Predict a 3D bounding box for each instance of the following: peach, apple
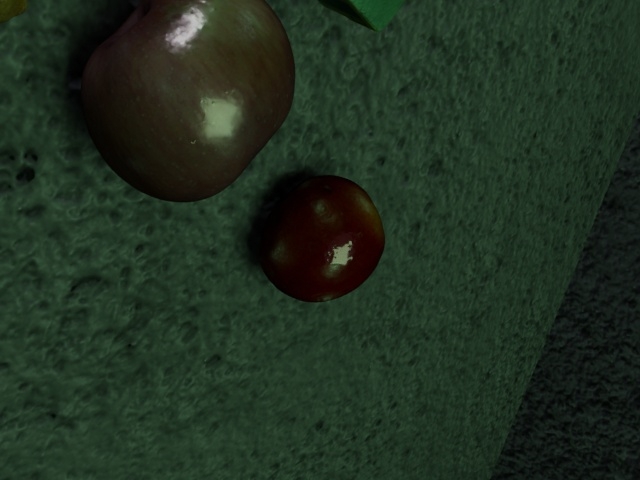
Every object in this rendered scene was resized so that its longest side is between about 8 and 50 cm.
[{"bbox_3d":[0.000,0.000,1.502,0.243,0.199,0.243,-17,120,-32],"label":"peach"},{"bbox_3d":[-0.178,-0.206,1.096,0.235,0.306,0.305,43,80,-28],"label":"apple"}]

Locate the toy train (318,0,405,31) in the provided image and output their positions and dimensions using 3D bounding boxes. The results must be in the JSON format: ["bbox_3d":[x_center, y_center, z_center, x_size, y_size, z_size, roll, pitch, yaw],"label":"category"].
[{"bbox_3d":[-0.044,-0.450,1.102,0.150,0.237,0.369,-56,143,2],"label":"toy train"}]

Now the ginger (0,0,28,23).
[{"bbox_3d":[-0.391,-0.307,0.960,0.299,0.065,0.118,-50,138,-5],"label":"ginger"}]
